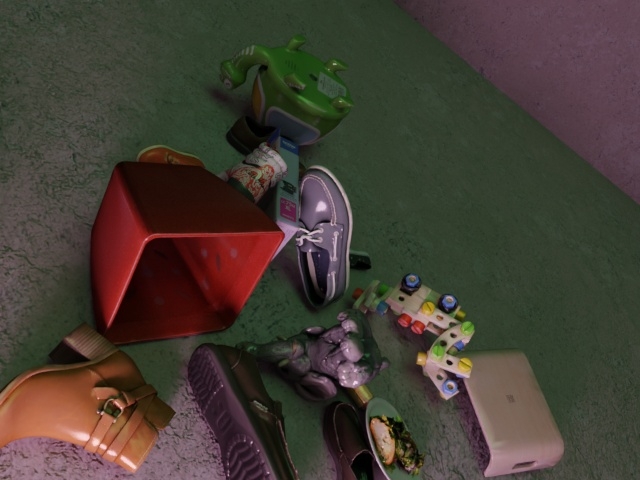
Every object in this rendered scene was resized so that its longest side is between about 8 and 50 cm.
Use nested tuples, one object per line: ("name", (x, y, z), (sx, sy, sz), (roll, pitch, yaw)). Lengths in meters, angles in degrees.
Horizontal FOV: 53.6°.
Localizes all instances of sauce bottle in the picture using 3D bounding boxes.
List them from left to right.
("sauce bottle", (0.066, 0.294, 1.330), (0.042, 0.042, 0.128), (-21, 73, -49))

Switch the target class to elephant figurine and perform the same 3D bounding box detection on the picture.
("elephant figurine", (-0.013, 0.231, 1.252), (0.186, 0.239, 0.169), (68, 21, -11))

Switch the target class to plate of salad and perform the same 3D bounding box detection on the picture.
("plate of salad", (0.155, 0.405, 1.267), (0.200, 0.048, 0.200), (46, 25, -29))

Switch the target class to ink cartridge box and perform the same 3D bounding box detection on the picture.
("ink cartridge box", (-0.115, -0.095, 1.407), (0.065, 0.186, 0.311), (20, 44, -26))

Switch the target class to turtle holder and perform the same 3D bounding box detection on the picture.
("turtle holder", (-0.085, -0.374, 1.653), (0.320, 0.227, 0.244), (0, 57, -40))

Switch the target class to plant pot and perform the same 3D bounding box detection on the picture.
("plant pot", (-0.272, 0.001, 1.143), (0.267, 0.267, 0.236), (-2, 46, -42))

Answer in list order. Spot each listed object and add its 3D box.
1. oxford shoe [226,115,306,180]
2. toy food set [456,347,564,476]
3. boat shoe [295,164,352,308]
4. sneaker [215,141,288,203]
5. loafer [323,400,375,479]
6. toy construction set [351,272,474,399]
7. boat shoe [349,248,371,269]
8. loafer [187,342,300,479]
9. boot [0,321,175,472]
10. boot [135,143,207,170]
("oxford shoe", (-0.121, -0.231, 1.599), (0.227, 0.096, 0.083), (33, 38, -16))
("toy food set", (0.434, 0.403, 1.537), (0.219, 0.092, 0.306), (3, 52, -26))
("boat shoe", (0.000, 0.000, 1.366), (0.116, 0.320, 0.099), (8, 28, 28))
("sneaker", (-0.154, -0.130, 1.334), (0.145, 0.270, 0.090), (-43, 106, -14))
("loafer", (0.069, 0.404, 1.204), (0.080, 0.078, 0.220), (10, 50, -35))
("toy construction set", (0.224, 0.197, 1.489), (0.327, 0.151, 0.215), (36, 63, 3))
("boat shoe", (0.074, 0.050, 1.554), (0.142, 0.049, 0.040), (2, 55, -43))
("loafer", (-0.099, 0.329, 1.080), (0.130, 0.134, 0.366), (-5, 59, -43))
("boot", (-0.362, 0.276, 0.940), (0.220, 0.109, 0.283), (46, 31, -5))
("boot", (-0.317, -0.163, 1.373), (0.157, 0.059, 0.084), (3, 30, -39))
